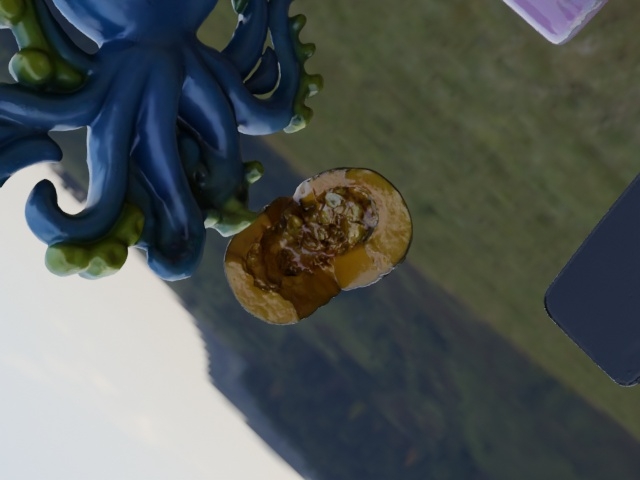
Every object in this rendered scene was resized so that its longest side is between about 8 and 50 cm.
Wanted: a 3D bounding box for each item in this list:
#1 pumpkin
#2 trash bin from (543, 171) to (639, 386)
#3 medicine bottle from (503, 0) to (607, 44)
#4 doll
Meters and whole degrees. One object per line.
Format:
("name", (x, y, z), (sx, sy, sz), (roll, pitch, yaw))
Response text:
("pumpkin", (0.000, 0.000, 1.610), (0.119, 0.183, 0.107), (64, -175, -3))
("trash bin", (0.276, 0.002, 1.185), (0.115, 0.165, 0.225), (48, -146, 20))
("medicine bottle", (0.145, -0.314, 1.349), (0.291, 0.178, 0.178), (42, 178, 0))
("doll", (-0.133, -0.139, 1.240), (0.099, 0.346, 0.341), (-22, 79, 54))
